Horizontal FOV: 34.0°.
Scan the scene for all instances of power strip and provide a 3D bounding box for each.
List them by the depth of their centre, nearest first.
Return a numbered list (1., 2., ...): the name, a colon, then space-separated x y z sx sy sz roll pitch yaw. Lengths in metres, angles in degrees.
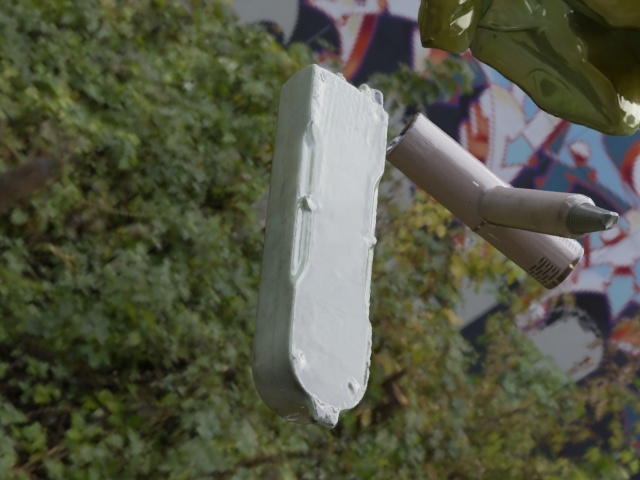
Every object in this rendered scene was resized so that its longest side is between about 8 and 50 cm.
1. power strip: 0.002 -0.001 0.723 0.080 0.048 0.286 28 50 -32

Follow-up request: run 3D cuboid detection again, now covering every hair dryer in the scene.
1. hair dryer: 0.153 -0.035 0.849 0.195 0.053 0.220 38 -4 -4

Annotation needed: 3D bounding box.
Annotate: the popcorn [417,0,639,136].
1. popcorn: 0.153 -0.185 0.491 0.276 0.226 0.276 -12 90 -69
